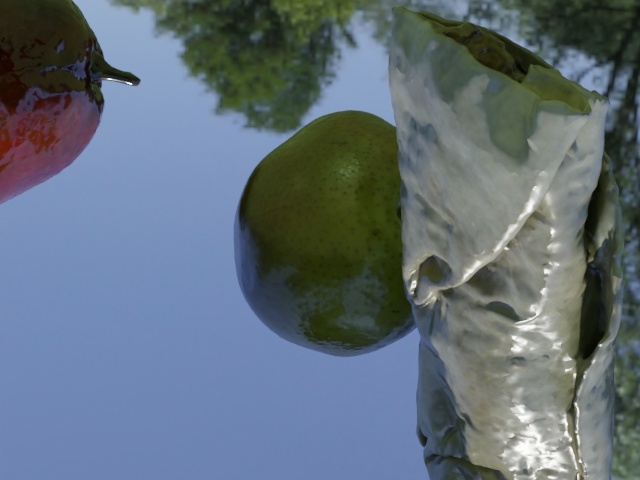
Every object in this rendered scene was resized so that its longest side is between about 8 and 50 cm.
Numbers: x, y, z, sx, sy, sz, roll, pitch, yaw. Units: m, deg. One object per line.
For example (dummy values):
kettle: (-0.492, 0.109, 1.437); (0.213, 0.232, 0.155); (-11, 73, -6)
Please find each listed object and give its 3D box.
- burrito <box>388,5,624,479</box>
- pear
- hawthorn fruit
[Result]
burrito: (0.093, 0.062, 0.583); (0.076, 0.392, 0.117); (-35, -131, -23)
pear: (0.000, 0.000, 0.682); (0.104, 0.141, 0.141); (-16, -155, -30)
hawthorn fruit: (-0.280, -0.129, 0.967); (0.260, 0.224, 0.224); (-13, -160, -5)
